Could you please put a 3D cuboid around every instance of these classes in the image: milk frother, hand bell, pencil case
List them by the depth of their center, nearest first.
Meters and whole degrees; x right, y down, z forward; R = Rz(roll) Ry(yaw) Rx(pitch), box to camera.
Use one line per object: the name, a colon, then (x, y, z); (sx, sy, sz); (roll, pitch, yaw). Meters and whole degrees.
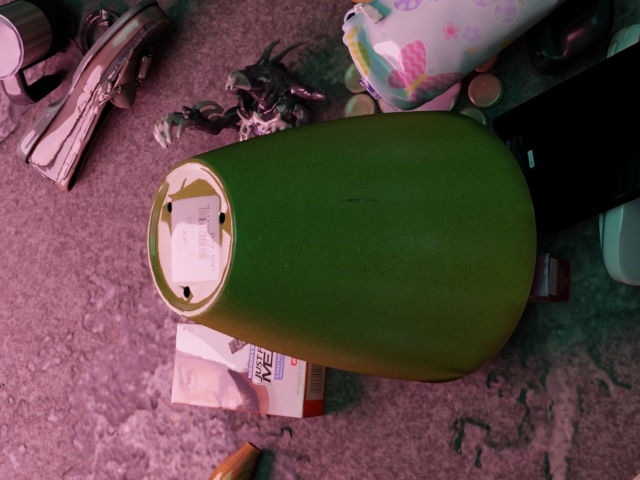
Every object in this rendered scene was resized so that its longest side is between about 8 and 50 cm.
pencil case: (0.148, -0.240, 1.096); (0.273, 0.113, 0.124); (-34, 103, 35)
hand bell: (-0.147, 0.323, 1.262); (0.126, 0.126, 0.242); (35, 87, 25)
milk frother: (-0.332, -0.246, 1.390); (0.143, 0.135, 0.129); (-25, 104, 24)

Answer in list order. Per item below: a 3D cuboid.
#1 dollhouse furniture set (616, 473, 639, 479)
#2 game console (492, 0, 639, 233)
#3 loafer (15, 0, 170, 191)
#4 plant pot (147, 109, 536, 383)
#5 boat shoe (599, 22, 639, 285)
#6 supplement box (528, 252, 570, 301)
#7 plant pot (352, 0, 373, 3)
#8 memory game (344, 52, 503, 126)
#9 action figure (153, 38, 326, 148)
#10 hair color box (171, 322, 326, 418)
dollhouse furniture set: (0.327, 0.246, 0.910); (0.286, 0.303, 0.198); (-47, 66, 14)
game console: (0.251, -0.196, 1.089); (0.213, 0.044, 0.361); (-26, 57, 43)
loafer: (-0.259, -0.171, 1.383); (0.084, 0.096, 0.267); (46, 112, 3)
plant pot: (0.000, 0.000, 1.060); (0.275, 0.294, 0.274); (-4, 84, 49)
boat shoe: (0.300, -0.084, 1.094); (0.084, 0.095, 0.258); (2, 76, 56)
supplement box: (0.209, 0.037, 1.117); (0.055, 0.083, 0.043); (-1, 83, 27)
plant pot: (0.071, -0.299, 1.214); (0.134, 0.095, 0.134); (-10, 68, 24)
memory game: (0.109, -0.168, 1.232); (0.186, 0.012, 0.186); (-3, 82, 25)
action figure: (-0.086, -0.096, 1.250); (0.164, 0.141, 0.275); (9, 89, 38)
hair color box: (-0.079, 0.142, 1.263); (0.167, 0.053, 0.093); (1, 85, 28)
